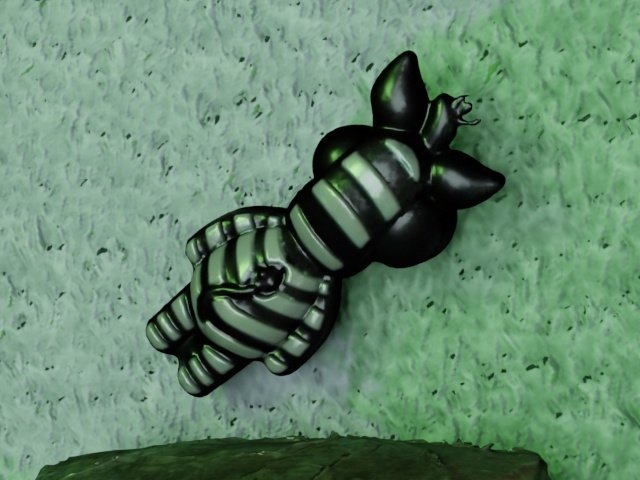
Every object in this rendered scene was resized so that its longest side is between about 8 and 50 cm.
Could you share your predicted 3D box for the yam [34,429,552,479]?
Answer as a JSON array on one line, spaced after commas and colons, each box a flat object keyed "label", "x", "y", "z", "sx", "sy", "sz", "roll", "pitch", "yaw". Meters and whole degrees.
[{"label": "yam", "x": -0.017, "y": 0.196, "z": 0.724, "sx": 0.271, "sy": 0.201, "sz": 0.202, "roll": -5, "pitch": 88, "yaw": 13}]

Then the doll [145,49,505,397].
[{"label": "doll", "x": 0.000, "y": 0.000, "z": 0.781, "sx": 0.219, "sy": 0.067, "sz": 0.091, "roll": -40, "pitch": 80, "yaw": 20}]
